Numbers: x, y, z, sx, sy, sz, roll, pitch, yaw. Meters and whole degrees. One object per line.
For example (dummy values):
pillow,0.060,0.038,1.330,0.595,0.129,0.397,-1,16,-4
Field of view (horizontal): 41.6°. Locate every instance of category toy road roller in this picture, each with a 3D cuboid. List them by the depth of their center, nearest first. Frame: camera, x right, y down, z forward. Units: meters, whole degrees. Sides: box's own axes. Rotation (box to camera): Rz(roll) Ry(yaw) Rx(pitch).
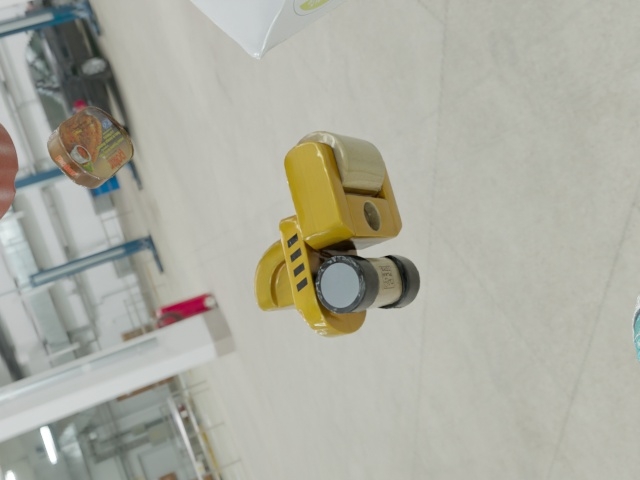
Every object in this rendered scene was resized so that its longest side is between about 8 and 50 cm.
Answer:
toy road roller,0.000,0.000,1.431,0.240,0.202,0.330,-18,80,31

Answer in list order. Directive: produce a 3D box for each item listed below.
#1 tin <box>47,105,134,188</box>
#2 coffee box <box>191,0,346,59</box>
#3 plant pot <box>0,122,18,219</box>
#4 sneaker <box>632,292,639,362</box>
tin,-0.348,-0.142,1.287,0.106,0.040,0.190,45,-158,-11
coffee box,-0.012,-0.403,0.590,0.337,0.338,0.334,43,144,4
plant pot,-0.646,-0.114,1.330,0.265,0.272,0.272,0,-115,-62
sneaker,0.532,0.127,1.079,0.275,0.107,0.110,-2,74,52
